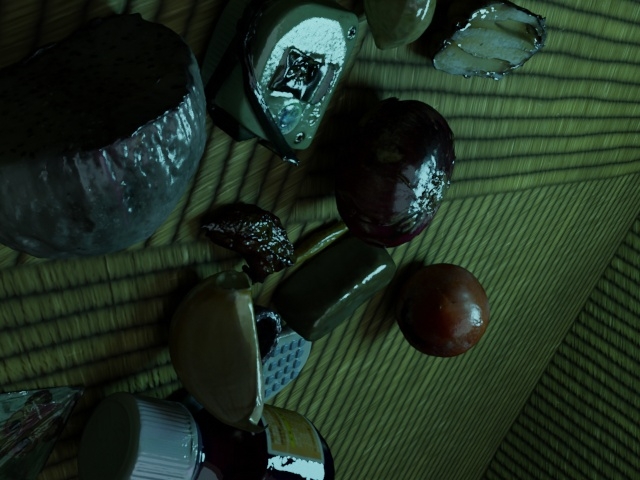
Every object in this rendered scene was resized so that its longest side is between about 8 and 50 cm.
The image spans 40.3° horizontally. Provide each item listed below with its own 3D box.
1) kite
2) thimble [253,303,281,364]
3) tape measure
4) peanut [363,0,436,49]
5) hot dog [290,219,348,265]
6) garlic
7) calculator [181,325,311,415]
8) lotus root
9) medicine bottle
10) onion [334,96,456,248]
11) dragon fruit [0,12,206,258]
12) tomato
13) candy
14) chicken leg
[{"bbox_3d":[-0.443,0.286,1.228,0.268,0.013,0.322,-39,146,-26],"label":"kite"},{"bbox_3d":[-0.117,0.162,1.472,0.104,0.066,0.095,-33,117,-31],"label":"thimble"},{"bbox_3d":[-0.061,-0.208,1.128,0.207,0.115,0.235,-8,129,-55],"label":"tape measure"},{"bbox_3d":[0.124,-0.382,1.201,0.124,0.123,0.256,-32,148,-32],"label":"peanut"},{"bbox_3d":[-0.001,0.000,1.530,0.137,0.028,0.044,-32,171,-29],"label":"hot dog"},{"bbox_3d":[-0.145,0.171,1.334,0.146,0.164,0.244,-9,86,-40],"label":"garlic"},{"bbox_3d":[-0.135,0.249,1.587,0.303,0.042,0.188,-20,139,-37],"label":"calculator"},{"bbox_3d":[0.293,-0.362,1.514,0.167,0.078,0.329,-40,160,28],"label":"lotus root"},{"bbox_3d":[-0.178,0.356,1.402,0.395,0.242,0.242,30,97,-42],"label":"medicine bottle"},{"bbox_3d":[0.116,-0.112,1.415,0.246,0.190,0.246,-57,159,-36],"label":"onion"},{"bbox_3d":[-0.239,-0.077,0.924,0.283,0.204,0.221,-34,147,-28],"label":"dragon fruit"},{"bbox_3d":[0.262,0.154,1.899,0.184,0.208,0.208,-6,127,-47],"label":"tomato"},{"bbox_3d":[0.029,0.082,1.589,0.234,0.104,0.102,-39,153,-22],"label":"candy"},{"bbox_3d":[-0.102,0.001,1.354,0.105,0.063,0.234,-52,149,-11],"label":"chicken leg"}]
